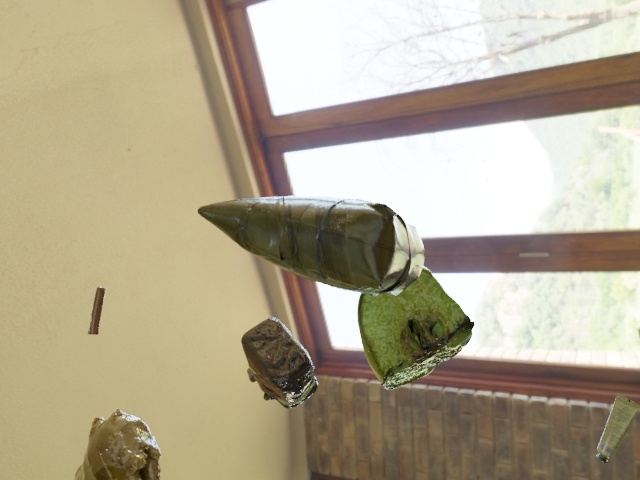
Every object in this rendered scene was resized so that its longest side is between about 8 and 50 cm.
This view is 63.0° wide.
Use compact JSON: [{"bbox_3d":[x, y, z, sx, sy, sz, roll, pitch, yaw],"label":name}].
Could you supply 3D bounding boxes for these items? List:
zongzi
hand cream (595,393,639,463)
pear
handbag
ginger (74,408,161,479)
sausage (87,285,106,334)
[{"bbox_3d":[0.000,0.000,0.745,0.251,0.274,0.125,23,-102,-66],"label":"zongzi"},{"bbox_3d":[0.433,0.278,0.766,0.022,0.035,0.102,12,-79,-45],"label":"hand cream"},{"bbox_3d":[0.178,0.179,1.191,0.255,0.238,0.164,53,176,30],"label":"pear"},{"bbox_3d":[-0.130,0.386,1.612,0.181,0.254,0.181,-32,-43,-21],"label":"handbag"},{"bbox_3d":[-0.465,0.547,1.223,0.166,0.236,0.375,-46,-11,-40],"label":"ginger"},{"bbox_3d":[-0.531,0.167,1.243,0.026,0.026,0.116,17,-100,-60],"label":"sausage"}]
